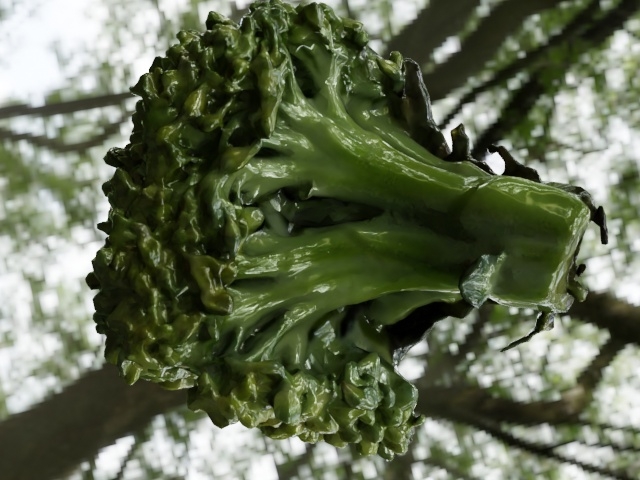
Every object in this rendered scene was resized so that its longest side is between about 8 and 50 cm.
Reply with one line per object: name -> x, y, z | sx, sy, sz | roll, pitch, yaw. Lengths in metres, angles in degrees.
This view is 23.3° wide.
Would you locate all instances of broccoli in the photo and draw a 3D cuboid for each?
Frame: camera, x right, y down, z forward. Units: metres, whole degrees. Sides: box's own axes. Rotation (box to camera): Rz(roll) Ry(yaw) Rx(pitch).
broccoli -> -0.018, -0.001, 0.785 | 0.273, 0.180, 0.242 | 11, -80, 49
